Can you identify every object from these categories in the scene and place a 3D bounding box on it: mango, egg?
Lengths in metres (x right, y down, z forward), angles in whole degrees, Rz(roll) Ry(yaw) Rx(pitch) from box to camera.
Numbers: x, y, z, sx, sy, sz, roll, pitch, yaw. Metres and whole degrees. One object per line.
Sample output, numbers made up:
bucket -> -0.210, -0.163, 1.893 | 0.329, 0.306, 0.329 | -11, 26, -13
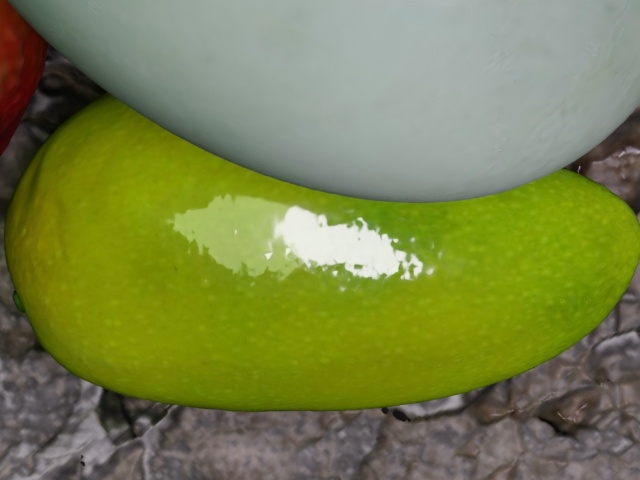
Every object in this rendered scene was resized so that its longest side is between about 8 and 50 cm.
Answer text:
mango -> 0.000, 0.000, 0.735 | 0.343, 0.156, 0.192 | 2, 113, 1
egg -> -0.017, -0.179, 0.576 | 0.389, 0.276, 0.276 | 40, 102, 1

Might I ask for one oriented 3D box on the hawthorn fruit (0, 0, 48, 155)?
hawthorn fruit -> -0.286, -0.124, 0.665 | 0.295, 0.295, 0.311 | -24, 102, 9
